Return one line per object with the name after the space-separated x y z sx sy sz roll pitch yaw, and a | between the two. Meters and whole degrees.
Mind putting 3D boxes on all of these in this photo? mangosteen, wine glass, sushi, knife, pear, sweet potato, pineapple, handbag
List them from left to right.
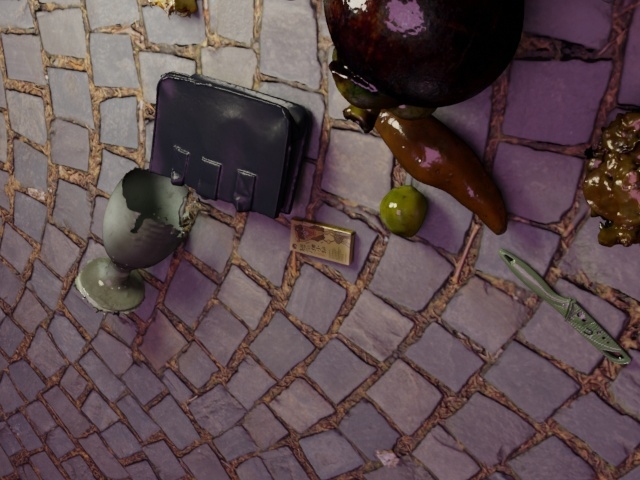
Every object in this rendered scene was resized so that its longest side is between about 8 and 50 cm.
-0.426 0.001 1.534 0.190 0.190 0.357 45 123 8 | wine glass
-0.309 -0.512 1.338 0.137 0.069 0.116 38 124 14 | pineapple
-0.190 -0.182 1.370 0.325 0.118 0.269 22 111 22 | handbag
0.155 -0.051 1.238 0.092 0.092 0.097 -16 99 34 | pear
0.151 -0.335 1.005 0.330 0.330 0.330 11 114 26 | mangosteen
0.195 -0.150 1.165 0.359 0.112 0.112 41 124 14 | sweet potato
0.430 0.114 1.182 0.293 0.020 0.043 44 123 7 | knife
0.486 -0.088 0.960 0.200 0.204 0.213 -6 100 36 | sushi

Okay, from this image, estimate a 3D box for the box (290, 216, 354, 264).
0.000 0.000 1.387 0.149 0.020 0.073 14 115 26 | box

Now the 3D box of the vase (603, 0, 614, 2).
0.416 -0.529 0.822 0.250 0.250 0.445 38 126 12 | vase
